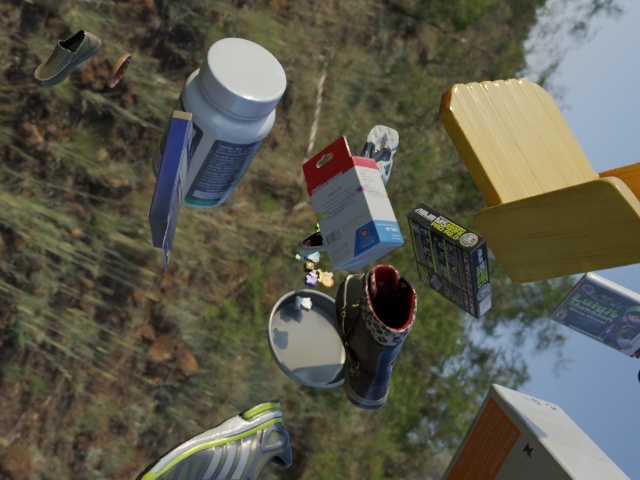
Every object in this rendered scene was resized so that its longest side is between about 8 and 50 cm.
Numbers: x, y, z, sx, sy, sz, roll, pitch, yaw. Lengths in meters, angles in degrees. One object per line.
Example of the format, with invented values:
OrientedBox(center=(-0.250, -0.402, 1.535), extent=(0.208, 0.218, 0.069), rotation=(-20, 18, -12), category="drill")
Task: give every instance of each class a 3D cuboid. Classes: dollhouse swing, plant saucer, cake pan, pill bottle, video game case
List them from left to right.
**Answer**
OrientedBox(center=(-0.436, -0.369, 1.710), extent=(0.084, 0.013, 0.083), rotation=(-56, -173, 11), category="plant saucer")
OrientedBox(center=(-0.220, -0.246, 1.705), extent=(0.361, 0.204, 0.204), rotation=(-50, -173, 47), category="pill bottle")
OrientedBox(center=(-0.025, 0.279, 2.210), extent=(0.054, 0.293, 0.293), rotation=(-42, -167, 47), category="cake pan")
OrientedBox(center=(0.399, -0.131, 1.147), extent=(0.346, 0.305, 0.315), rotation=(-15, 179, -43), category="dollhouse swing")
OrientedBox(center=(0.596, 0.154, 1.633), extent=(0.173, 0.190, 0.022), rotation=(110, 7, -52), category="video game case")

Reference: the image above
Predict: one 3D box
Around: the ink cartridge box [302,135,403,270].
OrientedBox(center=(0.059, -0.072, 1.544), extent=(0.078, 0.231, 0.134), rotation=(3, 153, -47), category="ink cartridge box")

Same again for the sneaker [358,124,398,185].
OrientedBox(center=(0.102, -0.138, 1.827), extent=(0.153, 0.094, 0.235), rotation=(88, 25, -59), category="sneaker")

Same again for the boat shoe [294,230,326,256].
OrientedBox(center=(0.000, 0.000, 1.965), extent=(0.135, 0.050, 0.045), rotation=(-27, 163, -31), category="boat shoe")

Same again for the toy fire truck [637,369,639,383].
OrientedBox(center=(0.724, 0.333, 1.482), extent=(0.169, 0.253, 0.302), rotation=(-61, -175, 32), category="toy fire truck")

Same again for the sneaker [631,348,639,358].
OrientedBox(center=(0.861, 0.232, 2.022), extent=(0.093, 0.225, 0.088), rotation=(-106, 179, -49), category="sneaker")

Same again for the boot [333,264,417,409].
OrientedBox(center=(0.123, 0.162, 1.836), extent=(0.284, 0.138, 0.378), rotation=(104, -10, -45), category="boot")

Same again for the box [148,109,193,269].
OrientedBox(center=(-0.241, -0.077, 1.267), extent=(0.136, 0.036, 0.226), rotation=(113, -15, -69), category="box")

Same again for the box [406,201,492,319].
OrientedBox(center=(0.332, 0.053, 2.023), extent=(0.060, 0.216, 0.270), rotation=(-39, 139, -19), category="box")

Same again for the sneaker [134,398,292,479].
OrientedBox(center=(-0.165, 0.357, 1.231), extent=(0.299, 0.121, 0.111), rotation=(-23, 168, -29), category="sneaker")

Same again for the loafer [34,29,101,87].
OrientedBox(center=(-0.486, -0.349, 1.496), extent=(0.148, 0.056, 0.050), rotation=(-42, 151, -6), category="loafer")

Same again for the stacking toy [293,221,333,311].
OrientedBox(center=(-0.021, 0.073, 2.228), extent=(0.167, 0.052, 0.221), rotation=(129, -34, -48), category="stacking toy")

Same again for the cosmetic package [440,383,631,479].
OrientedBox(center=(0.386, 0.455, 1.293), extent=(0.230, 0.161, 0.453), rotation=(-65, -160, 12), category="cosmetic package")
